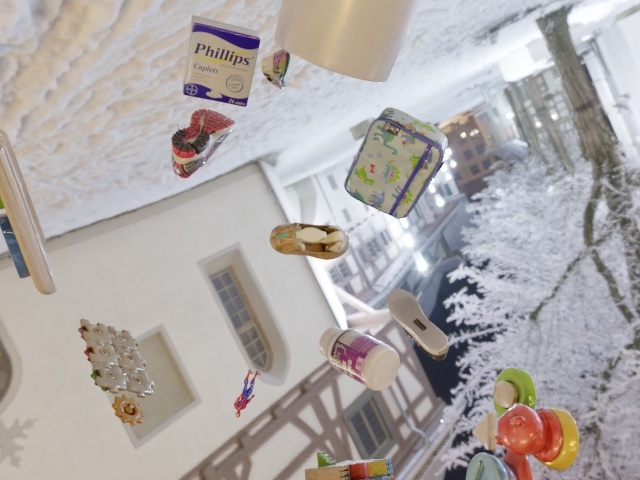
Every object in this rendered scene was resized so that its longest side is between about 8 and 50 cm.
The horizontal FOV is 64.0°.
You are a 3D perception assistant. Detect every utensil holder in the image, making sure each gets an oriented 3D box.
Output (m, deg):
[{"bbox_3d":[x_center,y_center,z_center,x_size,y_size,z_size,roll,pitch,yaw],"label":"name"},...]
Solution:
[{"bbox_3d":[0.086,-0.610,1.190,0.327,0.328,0.385,-32,148,-55],"label":"utensil holder"}]

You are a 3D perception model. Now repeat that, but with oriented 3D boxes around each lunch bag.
[{"bbox_3d":[0.164,-0.163,1.116,0.219,0.176,0.090,-62,177,41],"label":"lunch bag"}]

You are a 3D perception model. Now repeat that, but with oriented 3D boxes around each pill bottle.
[{"bbox_3d":[0.135,0.431,1.924,0.169,0.169,0.301,-28,-152,-32],"label":"pill bottle"}]

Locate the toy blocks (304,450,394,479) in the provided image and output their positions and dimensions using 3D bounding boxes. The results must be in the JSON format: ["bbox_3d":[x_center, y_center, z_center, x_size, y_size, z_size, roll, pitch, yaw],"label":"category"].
[{"bbox_3d":[0.131,0.818,1.765,0.261,0.190,0.381,-16,157,24],"label":"toy blocks"}]

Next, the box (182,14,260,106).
[{"bbox_3d":[-0.193,-0.342,0.983,0.126,0.137,0.072,7,-149,-18],"label":"box"}]

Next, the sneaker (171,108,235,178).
[{"bbox_3d":[-0.353,-0.296,1.507,0.299,0.121,0.112,-59,172,-50],"label":"sneaker"}]

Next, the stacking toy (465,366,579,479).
[{"bbox_3d":[0.388,0.433,1.134,0.130,0.309,0.279,13,-156,-12],"label":"stacking toy"}]

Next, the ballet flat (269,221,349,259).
[{"bbox_3d":[0.000,0.000,0.971,0.206,0.073,0.067,-2,170,-44],"label":"ballet flat"}]

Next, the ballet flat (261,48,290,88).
[{"bbox_3d":[-0.131,-0.493,1.471,0.079,0.076,0.221,8,179,-6],"label":"ballet flat"}]

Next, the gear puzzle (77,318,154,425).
[{"bbox_3d":[-0.516,0.342,1.306,0.044,0.339,0.175,-49,138,8],"label":"gear puzzle"}]

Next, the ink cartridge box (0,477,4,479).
[{"bbox_3d":[-0.628,0.434,0.783,0.117,0.283,0.207,2,-133,7],"label":"ink cartridge box"}]

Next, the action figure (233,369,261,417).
[{"bbox_3d":[-0.176,0.363,1.204,0.038,0.115,0.030,19,-174,-40],"label":"action figure"}]

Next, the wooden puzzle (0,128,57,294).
[{"bbox_3d":[-0.677,-0.070,1.119,0.080,0.322,0.348,-19,-155,-25],"label":"wooden puzzle"}]

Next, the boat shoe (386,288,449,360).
[{"bbox_3d":[0.252,0.221,1.331,0.080,0.076,0.228,-33,-133,-14],"label":"boat shoe"}]
